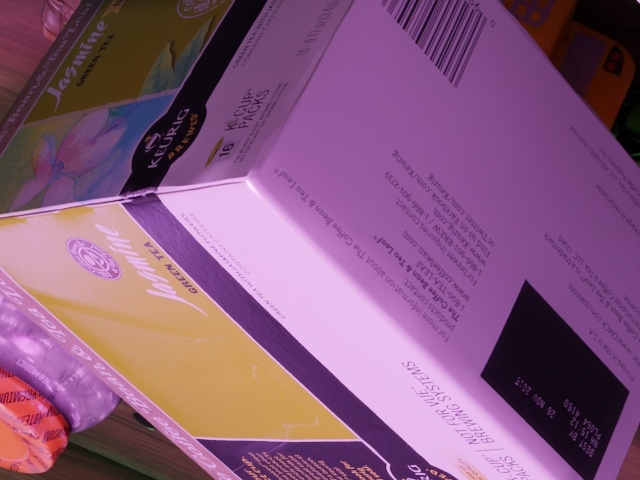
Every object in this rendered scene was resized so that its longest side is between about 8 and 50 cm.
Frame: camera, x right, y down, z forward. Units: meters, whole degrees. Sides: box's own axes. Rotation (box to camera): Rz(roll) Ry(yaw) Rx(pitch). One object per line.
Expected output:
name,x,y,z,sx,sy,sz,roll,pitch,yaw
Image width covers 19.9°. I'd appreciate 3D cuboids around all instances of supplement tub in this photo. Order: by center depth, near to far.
supplement tub,-0.208,0.019,1.497,0.194,0.316,0.193,22,151,13

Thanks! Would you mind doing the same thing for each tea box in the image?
tea box,0.000,0.000,1.141,0.323,0.220,0.329,-7,137,46

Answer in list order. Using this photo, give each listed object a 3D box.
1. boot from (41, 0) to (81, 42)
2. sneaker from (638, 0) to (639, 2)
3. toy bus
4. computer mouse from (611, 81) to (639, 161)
boot,-0.176,-0.182,1.437,0.106,0.037,0.114,23,147,6
sneaker,0.165,-0.148,0.890,0.305,0.114,0.152,18,163,-12
toy bus,0.122,-0.068,1.271,0.130,0.108,0.332,26,152,5
computer mouse,0.236,-0.028,1.309,0.071,0.041,0.242,17,149,23
